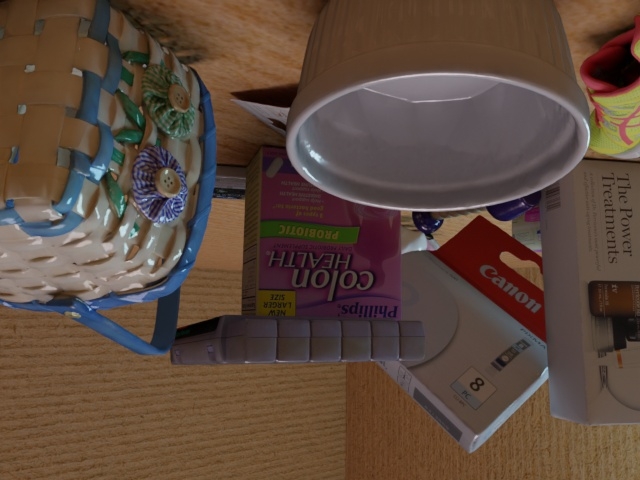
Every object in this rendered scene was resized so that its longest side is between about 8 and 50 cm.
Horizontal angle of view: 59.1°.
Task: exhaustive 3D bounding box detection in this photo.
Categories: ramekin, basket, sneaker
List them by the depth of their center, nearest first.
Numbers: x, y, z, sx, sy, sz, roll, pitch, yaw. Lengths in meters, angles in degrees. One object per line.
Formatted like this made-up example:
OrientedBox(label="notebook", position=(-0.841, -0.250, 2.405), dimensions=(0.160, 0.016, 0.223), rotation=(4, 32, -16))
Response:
OrientedBox(label="ramekin", position=(0.080, -0.108, 0.416), dimensions=(0.207, 0.109, 0.207), rotation=(3, 161, 1))
OrientedBox(label="sneaker", position=(0.261, -0.133, 0.478), dimensions=(0.094, 0.081, 0.208), rotation=(7, 166, 4))
OrientedBox(label="basket", position=(-0.186, -0.043, 0.495), dimensions=(0.201, 0.254, 0.289), rotation=(-3, 161, 7))

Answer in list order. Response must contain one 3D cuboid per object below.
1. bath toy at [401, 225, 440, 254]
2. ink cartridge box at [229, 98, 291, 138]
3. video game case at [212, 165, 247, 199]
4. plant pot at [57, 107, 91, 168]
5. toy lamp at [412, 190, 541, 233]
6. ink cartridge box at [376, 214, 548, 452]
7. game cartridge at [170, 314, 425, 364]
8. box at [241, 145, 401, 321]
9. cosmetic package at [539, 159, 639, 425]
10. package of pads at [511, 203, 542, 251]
OrientedBox(label="bath toy", position=(0.216, 0.020, 1.469), dimensions=(0.151, 0.129, 0.348), rotation=(-46, 164, 8))
OrientedBox(label="ink cartridge box", position=(0.041, -0.134, 0.634), dimensions=(0.225, 0.056, 0.181), rotation=(17, 179, 21))
OrientedBox(label="video game case", position=(-0.151, -0.097, 0.964), dimensions=(0.190, 0.022, 0.173), rotation=(2, 172, -14))
OrientedBox(label="plant pot", position=(-0.404, -0.058, 0.639), dimensions=(0.284, 0.191, 0.284), rotation=(1, 173, 0))
OrientedBox(label="toy lamp", position=(0.263, -0.061, 0.985), dimensions=(0.080, 0.080, 0.275), rotation=(4, 171, -26))
OrientedBox(label="ink cartridge box", position=(0.268, 0.112, 0.962), dimensions=(0.385, 0.308, 0.091), rotation=(-35, 146, -21))
OrientedBox(label="game cartridge", position=(-0.058, 0.136, 0.750), dimensions=(0.230, 0.068, 0.355), rotation=(10, 164, -25))
OrientedBox(label="box", position=(0.000, 0.000, 0.839), dimensions=(0.214, 0.243, 0.117), rotation=(4, 172, -18))
OrientedBox(label="cosmetic package", position=(0.488, 0.076, 0.850), dimensions=(0.284, 0.377, 0.097), rotation=(2, 171, -12))
OrientedBox(label="package of pads", position=(0.572, -0.028, 1.120), dimensions=(0.297, 0.101, 0.229), rotation=(3, 174, -21))
